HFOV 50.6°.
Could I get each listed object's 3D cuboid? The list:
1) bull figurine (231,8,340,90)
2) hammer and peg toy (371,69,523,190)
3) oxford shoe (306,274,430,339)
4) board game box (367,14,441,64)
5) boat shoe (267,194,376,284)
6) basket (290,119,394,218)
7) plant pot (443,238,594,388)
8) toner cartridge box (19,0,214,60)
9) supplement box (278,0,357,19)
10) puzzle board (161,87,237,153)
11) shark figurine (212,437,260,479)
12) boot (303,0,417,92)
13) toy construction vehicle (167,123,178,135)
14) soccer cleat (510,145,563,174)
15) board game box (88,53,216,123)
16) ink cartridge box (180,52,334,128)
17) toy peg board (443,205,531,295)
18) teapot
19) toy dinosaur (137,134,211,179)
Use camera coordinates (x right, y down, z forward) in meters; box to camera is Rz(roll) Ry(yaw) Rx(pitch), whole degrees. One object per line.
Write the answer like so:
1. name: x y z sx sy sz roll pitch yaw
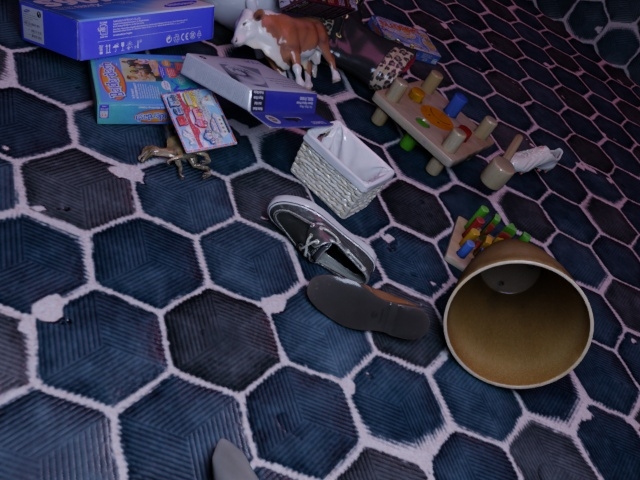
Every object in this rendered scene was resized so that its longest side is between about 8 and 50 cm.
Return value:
1. bull figurine: -0.066 -0.419 1.487 0.310 0.101 0.188 -30 106 -53
2. hammer and peg toy: 0.315 -0.252 1.625 0.361 0.127 0.266 44 38 14
3. oxford shoe: 0.074 0.108 1.136 0.212 0.076 0.076 22 9 -11
4. board game box: 0.250 -0.597 2.021 0.201 0.035 0.136 7 45 -29
5. boat shoe: 0.000 0.000 1.176 0.219 0.078 0.070 32 37 -4
6. basket: 0.039 -0.138 1.329 0.167 0.103 0.113 45 39 13
7. plant pot: 0.348 0.095 1.220 0.237 0.237 0.254 32 26 -1
8. toner cartridge box: -0.385 -0.430 1.327 0.165 0.075 0.348 25 33 25
9. supplement box: -0.013 -0.583 1.535 0.239 0.073 0.130 -21 98 -56
10. puzzle board: -0.214 -0.216 1.199 0.096 0.011 0.128 -16 70 -27
11. shark figurine: -0.009 0.339 0.782 0.278 0.116 0.166 26 40 -6
12. boot: 0.116 -0.529 1.766 0.284 0.138 0.377 32 42 3
13. toy construction vehicle: -0.258 -0.232 1.286 0.086 0.035 0.098 -22 58 -34
14. soccer cleat: 0.568 -0.222 1.806 0.196 0.076 0.068 -5 52 -38
15. board game box: -0.313 -0.282 1.254 0.210 0.047 0.160 -3 50 -23
16. ink cartridge box: -0.107 -0.280 1.264 0.224 0.045 0.223 34 25 21
17. toy peg board: 0.356 0.013 1.407 0.161 0.079 0.160 32 38 0
18. teapot: -0.175 -0.580 1.603 0.252 0.187 0.256 25 62 20
19. toy dinosaur: -0.228 -0.157 1.206 0.183 0.053 0.092 -16 57 -44
